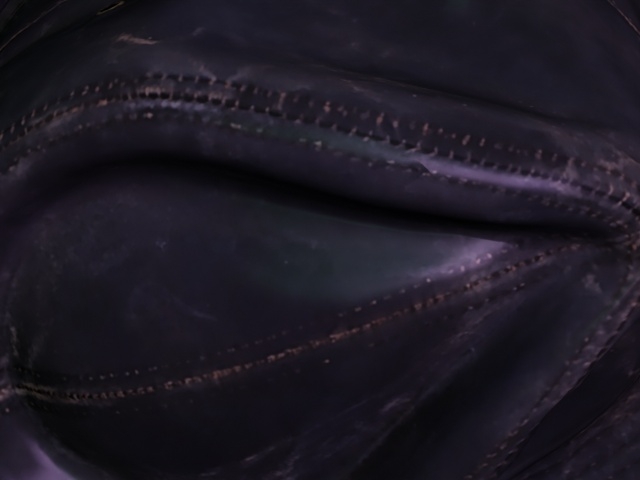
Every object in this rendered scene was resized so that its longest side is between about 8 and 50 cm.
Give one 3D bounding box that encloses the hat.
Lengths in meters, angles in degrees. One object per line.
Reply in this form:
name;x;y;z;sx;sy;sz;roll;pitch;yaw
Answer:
hat;0.000;0.000;0.475;0.331;0.134;0.331;1;105;3
